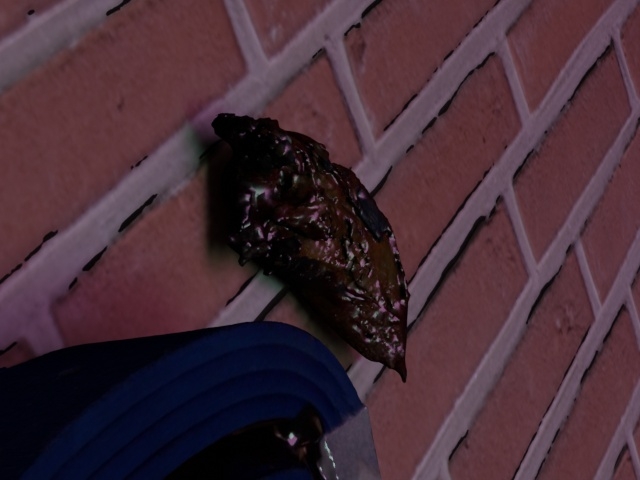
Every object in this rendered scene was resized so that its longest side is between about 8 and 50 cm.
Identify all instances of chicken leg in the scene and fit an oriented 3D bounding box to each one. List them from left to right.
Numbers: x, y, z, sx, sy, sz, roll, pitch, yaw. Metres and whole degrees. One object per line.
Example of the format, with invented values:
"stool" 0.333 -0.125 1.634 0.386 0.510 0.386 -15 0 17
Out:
"chicken leg" 0.000 0.000 0.974 0.234 0.063 0.105 43 51 -49

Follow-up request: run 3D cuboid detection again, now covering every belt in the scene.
"belt" -0.092 0.159 0.712 0.347 0.117 0.212 -31 107 -59
